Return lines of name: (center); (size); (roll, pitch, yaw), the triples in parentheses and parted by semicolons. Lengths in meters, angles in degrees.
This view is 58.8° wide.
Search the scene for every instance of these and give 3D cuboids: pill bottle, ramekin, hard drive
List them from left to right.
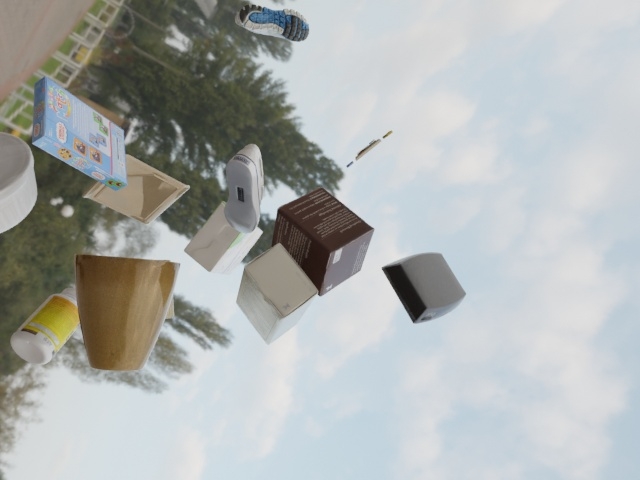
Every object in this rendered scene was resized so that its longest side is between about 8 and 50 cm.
ramekin: (-0.776, -0.121, 1.277); (0.127, 0.273, 0.272); (95, -3, -46)
pill bottle: (-0.740, 0.230, 1.573); (0.117, 0.117, 0.215); (-41, -164, 37)
hard drive: (0.268, 0.107, 1.416); (0.054, 0.255, 0.172); (-40, -109, 33)

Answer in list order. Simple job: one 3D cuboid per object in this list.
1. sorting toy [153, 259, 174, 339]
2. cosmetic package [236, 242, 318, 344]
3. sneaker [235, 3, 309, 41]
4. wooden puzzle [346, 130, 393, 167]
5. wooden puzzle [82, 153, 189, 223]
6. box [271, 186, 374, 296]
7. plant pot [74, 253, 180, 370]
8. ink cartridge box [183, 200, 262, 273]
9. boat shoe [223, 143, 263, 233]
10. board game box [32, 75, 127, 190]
sorting toy: (-0.595, 0.219, 1.975); (0.041, 0.229, 0.307); (-9, -97, 35)
cosmetic package: (-0.121, 0.147, 1.451); (0.113, 0.160, 0.309); (-34, 170, -23)
sneaker: (-0.119, -0.531, 1.384); (0.083, 0.191, 0.071); (26, -71, 59)
wooden puzzle: (0.101, -0.197, 1.213); (0.116, 0.014, 0.078); (-39, -175, 3)
wooden puzzle: (-0.550, -0.153, 1.702); (0.221, 0.239, 0.044); (-34, -130, 30)
box: (0.000, 0.000, 1.496); (0.203, 0.167, 0.168); (40, -41, 25)
plant pot: (-0.461, 0.167, 1.321); (0.237, 0.237, 0.254); (-3, -100, 61)
ink cartridge box: (-0.315, 0.004, 1.938); (0.207, 0.119, 0.353); (-52, 175, -2)
boat shoe: (-0.170, -0.117, 1.349); (0.084, 0.095, 0.258); (-60, 173, -37)
board game box: (-0.492, -0.216, 1.174); (0.039, 0.211, 0.160); (-24, -121, 17)
